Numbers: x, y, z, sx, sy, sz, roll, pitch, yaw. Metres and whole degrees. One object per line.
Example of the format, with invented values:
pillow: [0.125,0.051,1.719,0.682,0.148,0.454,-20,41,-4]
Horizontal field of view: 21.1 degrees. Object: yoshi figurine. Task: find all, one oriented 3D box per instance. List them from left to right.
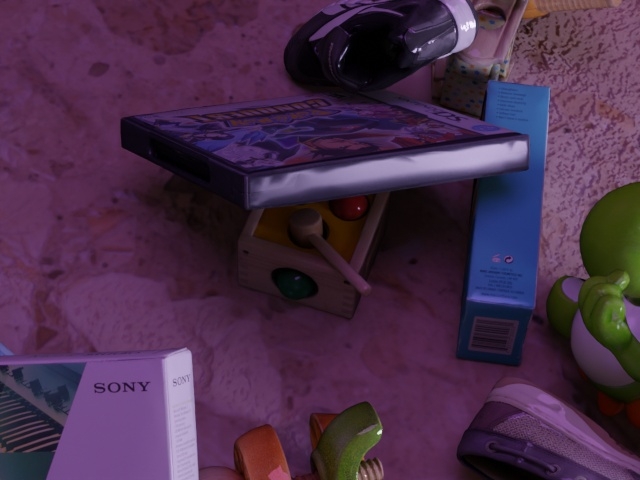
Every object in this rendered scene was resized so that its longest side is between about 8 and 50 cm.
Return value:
yoshi figurine: [0.301,0.054,1.370,0.203,0.203,0.362,-46,28,-7]

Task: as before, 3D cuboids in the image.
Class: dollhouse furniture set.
dollhouse furniture set: [0.106,-0.210,1.621,0.161,0.182,0.101,19,57,9]

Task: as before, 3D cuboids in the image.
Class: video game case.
video game case: [0.000,-0.086,1.498,0.275,0.035,0.248,-9,19,-28]

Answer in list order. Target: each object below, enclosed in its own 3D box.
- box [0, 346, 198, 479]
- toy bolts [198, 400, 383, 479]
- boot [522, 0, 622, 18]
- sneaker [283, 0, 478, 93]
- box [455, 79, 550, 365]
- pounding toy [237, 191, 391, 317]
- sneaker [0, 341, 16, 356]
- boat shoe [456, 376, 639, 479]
box: [-0.199,0.241,1.235,0.232,0.058,0.322,-3,91,15]
toy bolts: [-0.026,0.247,1.328,0.158,0.218,0.228,-12,92,-10]
boot: [0.231,-0.315,1.755,0.211,0.104,0.295,7,35,25]
sneaker: [0.030,-0.178,1.586,0.234,0.078,0.106,-6,21,48]
box: [0.165,-0.019,1.544,0.060,0.100,0.244,7,55,3]
pounding toy: [0.000,0.000,1.522,0.130,0.100,0.141,16,56,9]
sneaker: [-0.229,0.180,1.374,0.150,0.135,0.366,-26,70,-43]
boat shoe: [0.238,0.221,1.391,0.285,0.103,0.092,34,69,20]
